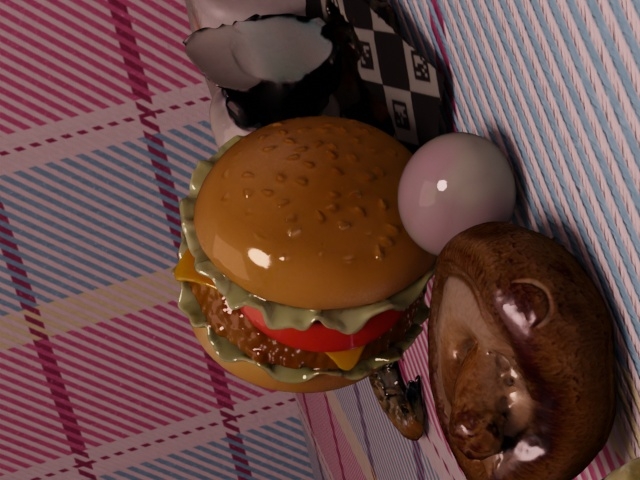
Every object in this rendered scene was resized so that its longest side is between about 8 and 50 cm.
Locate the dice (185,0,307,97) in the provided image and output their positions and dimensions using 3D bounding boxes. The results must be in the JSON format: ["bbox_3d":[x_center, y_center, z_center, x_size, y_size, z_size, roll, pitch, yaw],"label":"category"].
[{"bbox_3d":[-0.057,-0.260,1.521,0.193,0.192,0.194,81,171,-47],"label":"dice"}]

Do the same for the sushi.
[{"bbox_3d":[0.072,-0.138,1.346,0.292,0.059,0.294,53,152,39],"label":"sushi"}]

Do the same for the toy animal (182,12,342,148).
[{"bbox_3d":[-0.060,-0.151,1.347,0.138,0.166,0.179,-80,-7,-46],"label":"toy animal"}]

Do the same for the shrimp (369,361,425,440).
[{"bbox_3d":[0.103,0.172,1.820,0.198,0.051,0.262,143,108,-74],"label":"shrimp"}]

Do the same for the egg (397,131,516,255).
[{"bbox_3d":[0.119,-0.040,1.075,0.135,0.103,0.103,93,159,-63],"label":"egg"}]

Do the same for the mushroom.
[{"bbox_3d":[0.165,0.093,0.994,0.194,0.138,0.231,-95,6,-56],"label":"mushroom"}]

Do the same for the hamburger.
[{"bbox_3d":[-0.006,-0.001,1.206,0.212,0.274,0.274,103,152,-51],"label":"hamburger"}]

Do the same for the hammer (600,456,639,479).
[{"bbox_3d":[0.207,0.223,0.950,0.226,0.159,0.041,114,138,-58],"label":"hammer"}]
